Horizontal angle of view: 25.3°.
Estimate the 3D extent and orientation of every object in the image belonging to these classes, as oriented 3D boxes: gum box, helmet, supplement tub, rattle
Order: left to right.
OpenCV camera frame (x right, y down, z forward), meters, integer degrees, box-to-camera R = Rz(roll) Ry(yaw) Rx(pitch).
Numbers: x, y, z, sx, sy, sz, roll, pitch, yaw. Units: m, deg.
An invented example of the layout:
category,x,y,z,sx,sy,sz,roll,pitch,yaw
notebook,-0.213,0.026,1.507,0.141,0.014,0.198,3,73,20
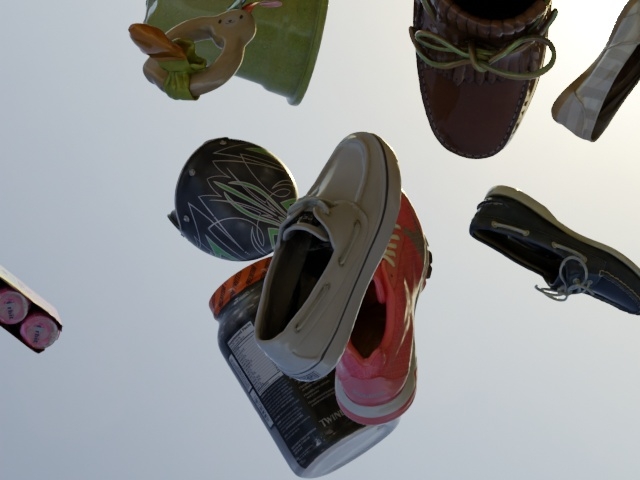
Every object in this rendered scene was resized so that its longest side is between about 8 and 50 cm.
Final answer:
category,x,y,z,sx,sy,sz,roll,pitch,yaw
gum box,-0.477,0.089,2.150,0.188,0.062,0.107,41,178,-20
rattle,-0.147,-0.282,1.778,0.130,0.199,0.143,30,159,53
helmet,-0.110,-0.052,1.810,0.169,0.169,0.161,37,170,-16
supplement tub,-0.033,0.204,2.346,0.338,0.207,0.207,58,-156,19

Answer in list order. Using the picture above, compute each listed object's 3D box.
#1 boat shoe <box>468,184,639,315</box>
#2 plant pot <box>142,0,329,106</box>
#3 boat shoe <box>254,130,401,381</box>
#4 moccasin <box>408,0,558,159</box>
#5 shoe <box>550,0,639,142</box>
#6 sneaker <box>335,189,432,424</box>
category,x,y,z,sx,sy,sz,roll,pitch,yaw
boat shoe,0.303,0.027,1.777,0.254,0.095,0.079,35,-119,-4
plant pot,-0.135,-0.360,2.168,0.254,0.276,0.276,9,-150,-11
boat shoe,0.000,0.000,1.383,0.096,0.267,0.088,6,156,38
moccasin,0.149,-0.219,1.249,0.139,0.380,0.147,15,-135,5
shoe,0.347,-0.204,1.584,0.076,0.219,0.058,20,-157,-46
sneaker,0.067,0.042,1.605,0.136,0.116,0.314,76,-168,-58
